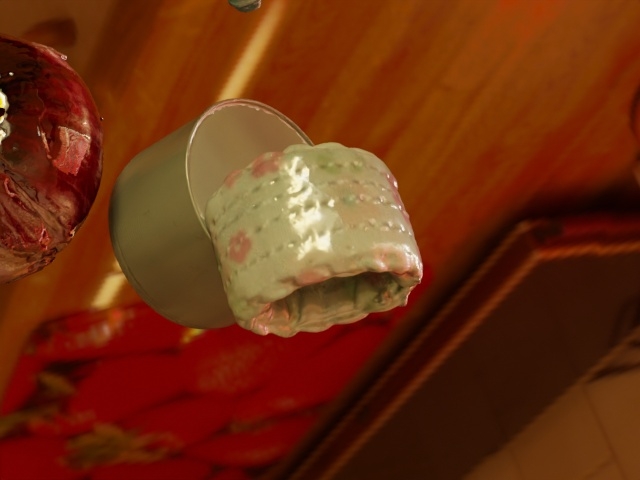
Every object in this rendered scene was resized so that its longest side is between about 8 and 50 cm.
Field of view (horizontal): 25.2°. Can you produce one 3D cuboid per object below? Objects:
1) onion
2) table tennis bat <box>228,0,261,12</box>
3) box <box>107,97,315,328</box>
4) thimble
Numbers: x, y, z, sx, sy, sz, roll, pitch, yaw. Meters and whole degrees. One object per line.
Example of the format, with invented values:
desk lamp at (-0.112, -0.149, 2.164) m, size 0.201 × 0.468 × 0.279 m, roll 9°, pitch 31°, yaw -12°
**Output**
onion at (-0.390, -0.092, 1.521) m, size 0.314 × 0.314 × 0.232 m, roll -25°, pitch 152°, yaw 8°
table tennis bat at (-0.084, -0.296, 1.383) m, size 0.124 × 0.201 × 0.033 m, roll -14°, pitch 143°, yaw 3°
box at (-0.106, -0.027, 1.595) m, size 0.226 × 0.226 × 0.149 m, roll 6°, pitch 157°, yaw -44°
thimble at (0.000, 0.000, 1.429) m, size 0.211 × 0.149 × 0.185 m, roll -1°, pitch 154°, yaw -33°
